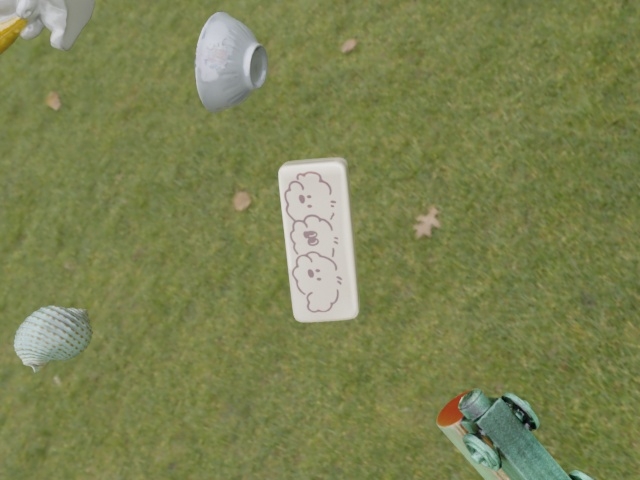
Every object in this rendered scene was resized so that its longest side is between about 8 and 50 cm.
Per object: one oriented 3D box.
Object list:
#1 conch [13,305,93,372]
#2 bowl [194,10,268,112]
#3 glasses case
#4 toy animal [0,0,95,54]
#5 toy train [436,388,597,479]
[{"bbox_3d":[-0.539,0.184,1.807,0.135,0.153,0.102,39,130,13],"label":"conch"},{"bbox_3d":[-0.150,-0.323,1.642,0.086,0.189,0.189,10,70,18],"label":"bowl"},{"bbox_3d":[0.000,0.000,1.842,0.144,0.336,0.076,-5,14,6],"label":"glasses case"},{"bbox_3d":[-0.341,-0.279,0.990,0.182,0.131,0.127,21,43,12],"label":"toy animal"},{"bbox_3d":[0.286,0.329,1.287,0.116,0.285,0.177,-44,6,-18],"label":"toy train"}]
